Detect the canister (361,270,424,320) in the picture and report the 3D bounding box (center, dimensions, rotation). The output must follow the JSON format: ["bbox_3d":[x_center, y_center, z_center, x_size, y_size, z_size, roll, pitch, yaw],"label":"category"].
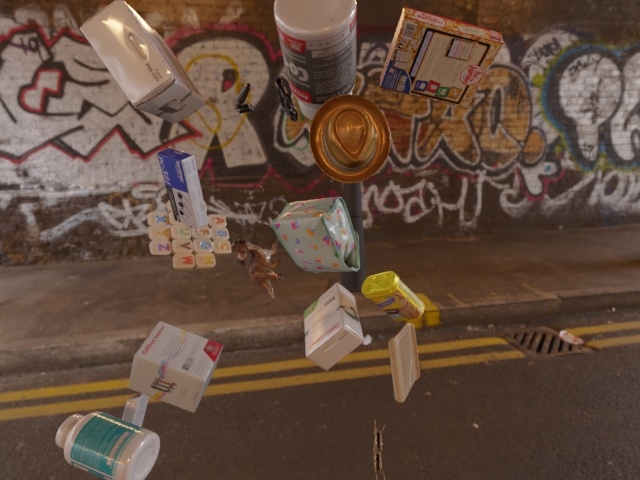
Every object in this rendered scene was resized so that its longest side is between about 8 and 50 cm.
[{"bbox_3d":[0.229,0.178,1.268,0.126,0.170,0.073,-20,38,43],"label":"canister"}]

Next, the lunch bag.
[{"bbox_3d":[0.000,0.000,1.364,0.223,0.262,0.160,-5,36,34],"label":"lunch bag"}]

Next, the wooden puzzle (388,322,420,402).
[{"bbox_3d":[0.298,0.432,1.471,0.044,0.221,0.238,-7,0,29],"label":"wooden puzzle"}]

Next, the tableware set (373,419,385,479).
[{"bbox_3d":[0.228,0.802,1.554,0.039,0.128,0.194,-4,17,10],"label":"tableware set"}]

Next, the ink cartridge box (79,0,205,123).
[{"bbox_3d":[-0.320,-0.323,0.774,0.092,0.159,0.218,-33,8,1],"label":"ink cartridge box"}]

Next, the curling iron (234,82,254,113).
[{"bbox_3d":[-0.254,-0.483,1.377,0.068,0.035,0.274,-11,3,-12],"label":"curling iron"}]

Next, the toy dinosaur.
[{"bbox_3d":[-0.264,0.106,1.709,0.200,0.296,0.127,-8,20,-6],"label":"toy dinosaur"}]

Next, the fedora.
[{"bbox_3d":[0.065,-0.223,0.874,0.194,0.195,0.079,-2,3,1],"label":"fedora"}]

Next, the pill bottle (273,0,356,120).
[{"bbox_3d":[-0.001,-0.401,0.901,0.161,0.161,0.283,-1,-21,5],"label":"pill bottle"}]

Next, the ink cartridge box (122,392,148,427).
[{"bbox_3d":[-0.646,0.598,1.425,0.045,0.224,0.223,14,-18,-10],"label":"ink cartridge box"}]

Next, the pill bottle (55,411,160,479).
[{"bbox_3d":[-0.604,0.577,1.149,0.263,0.146,0.146,13,15,14],"label":"pill bottle"}]

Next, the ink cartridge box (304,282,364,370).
[{"bbox_3d":[0.034,0.259,1.249,0.160,0.092,0.219,-43,23,18],"label":"ink cartridge box"}]

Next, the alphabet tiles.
[{"bbox_3d":[-0.460,-0.026,1.443,0.277,0.284,0.021,1,-32,-31],"label":"alphabet tiles"}]

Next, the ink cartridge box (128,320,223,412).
[{"bbox_3d":[-0.358,0.311,1.012,0.176,0.127,0.128,23,29,-3],"label":"ink cartridge box"}]

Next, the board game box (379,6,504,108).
[{"bbox_3d":[0.231,-0.354,0.806,0.193,0.147,0.045,13,51,-5],"label":"board game box"}]

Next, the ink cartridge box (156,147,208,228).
[{"bbox_3d":[-0.372,-0.139,1.109,0.097,0.207,0.046,20,40,27],"label":"ink cartridge box"}]

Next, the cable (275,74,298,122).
[{"bbox_3d":[-0.139,-0.551,1.615,0.047,0.185,0.150,-24,6,-13],"label":"cable"}]
